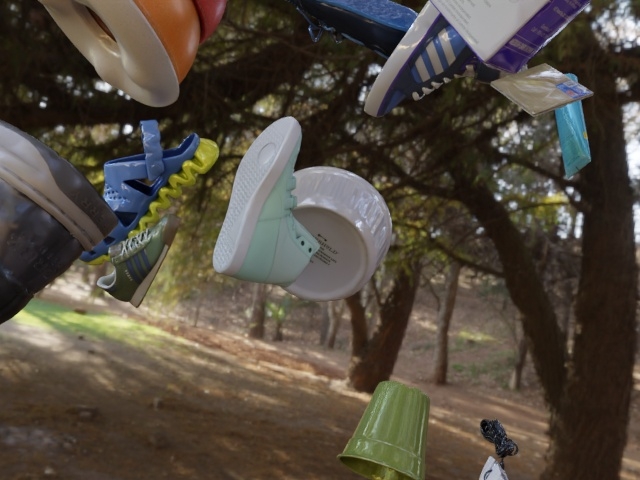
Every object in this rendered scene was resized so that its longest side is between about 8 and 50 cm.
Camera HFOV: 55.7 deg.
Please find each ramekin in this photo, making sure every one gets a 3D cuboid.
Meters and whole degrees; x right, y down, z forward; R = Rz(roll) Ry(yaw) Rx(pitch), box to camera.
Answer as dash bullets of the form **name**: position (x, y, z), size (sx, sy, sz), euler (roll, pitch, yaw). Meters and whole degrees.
- **ramekin**: position (0.000, 0.000, 1.194), size (0.273, 0.272, 0.127), euler (11, 30, 7)

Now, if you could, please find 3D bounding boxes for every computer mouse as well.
- **computer mouse**: position (0.261, 0.374, 0.927), size (0.042, 0.193, 0.106), euler (0, 10, -4)

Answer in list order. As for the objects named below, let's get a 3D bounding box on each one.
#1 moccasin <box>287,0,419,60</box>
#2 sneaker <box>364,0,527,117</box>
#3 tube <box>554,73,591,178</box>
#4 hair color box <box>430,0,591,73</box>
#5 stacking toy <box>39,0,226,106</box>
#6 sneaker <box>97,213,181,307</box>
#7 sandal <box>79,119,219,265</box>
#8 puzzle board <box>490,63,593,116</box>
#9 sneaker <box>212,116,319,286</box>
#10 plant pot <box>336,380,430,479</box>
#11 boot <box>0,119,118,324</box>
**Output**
- **moccasin**: position (0.043, -0.454, 1.251), size (0.342, 0.138, 0.116), euler (34, -37, 17)
- **sneaker**: position (0.254, -0.311, 1.113), size (0.236, 0.322, 0.130), euler (34, 27, -2)
- **tube**: position (0.502, -0.233, 1.213), size (0.052, 0.207, 0.080), euler (2, -20, -4)
- **hair color box**: position (0.240, -0.347, 0.564), size (0.339, 0.185, 0.110), euler (-44, -19, 32)
- **stacking toy**: position (-0.242, -0.508, 1.086), size (0.351, 0.480, 0.350), euler (40, -17, 14)
- **sneaker**: position (-0.307, 0.026, 1.002), size (0.086, 0.192, 0.064), euler (25, 26, -18)
- **sandal**: position (-0.335, -0.094, 1.084), size (0.138, 0.317, 0.126), euler (43, -6, -27)
- **puzzle board**: position (0.332, -0.228, 0.919), size (0.096, 0.128, 0.011), euler (-20, -51, -5)
- **sneaker**: position (-0.057, -0.052, 0.939), size (0.151, 0.255, 0.094), euler (22, -2, -38)
- **plant pot**: position (0.067, 0.174, 0.551), size (0.083, 0.079, 0.083), euler (18, -28, 10)
- **boot**: position (-0.372, 0.018, 0.465), size (0.377, 0.284, 0.138), euler (20, -24, 23)
